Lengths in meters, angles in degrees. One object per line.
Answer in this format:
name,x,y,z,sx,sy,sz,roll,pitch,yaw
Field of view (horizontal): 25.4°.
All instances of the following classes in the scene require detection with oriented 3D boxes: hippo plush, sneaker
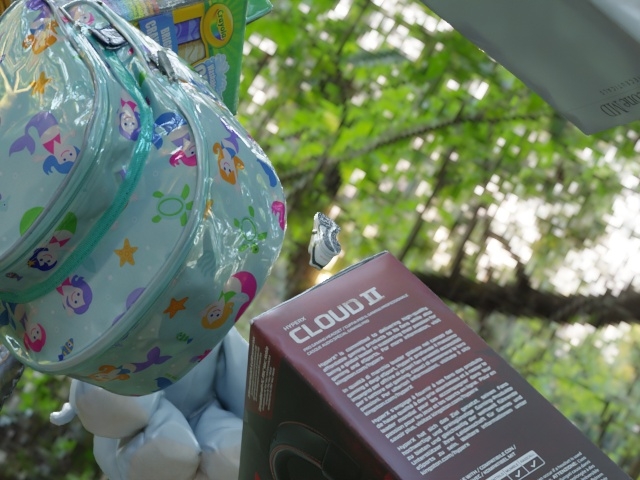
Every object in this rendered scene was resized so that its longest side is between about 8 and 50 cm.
hippo plush,-0.194,0.163,1.466,0.236,0.234,0.294,-35,-95,45
sneaker,0.000,0.000,1.851,0.040,0.043,0.109,33,22,-14

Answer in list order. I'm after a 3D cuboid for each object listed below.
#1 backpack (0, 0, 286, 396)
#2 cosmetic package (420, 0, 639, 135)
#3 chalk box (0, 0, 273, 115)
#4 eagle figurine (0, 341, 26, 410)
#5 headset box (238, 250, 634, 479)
backpack,-0.156,-0.027,0.966,0.253,0.225,0.191,48,11,32
cosmetic package,0.148,-0.263,1.103,0.385,0.156,0.217,39,-11,-7
chalk box,-0.196,-0.232,1.575,0.180,0.289,0.179,49,-35,34
eagle figurine,-0.326,0.041,1.344,0.225,0.298,0.226,-19,-5,29
headset box,0.060,0.167,0.836,0.293,0.110,0.218,45,-35,31
